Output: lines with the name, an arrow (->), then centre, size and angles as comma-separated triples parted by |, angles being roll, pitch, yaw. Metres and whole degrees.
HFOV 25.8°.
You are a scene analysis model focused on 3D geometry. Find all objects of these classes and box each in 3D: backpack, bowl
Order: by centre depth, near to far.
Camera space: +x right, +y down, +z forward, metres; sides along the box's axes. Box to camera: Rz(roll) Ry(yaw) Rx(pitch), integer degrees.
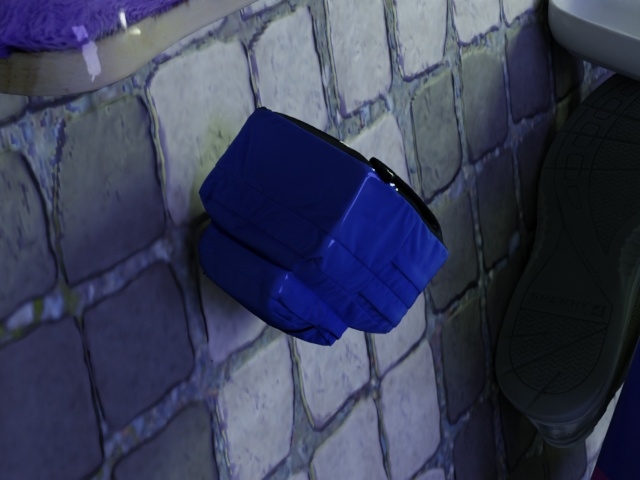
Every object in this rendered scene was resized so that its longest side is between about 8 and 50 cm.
backpack -> 0.000, 0.000, 0.725 | 0.101, 0.098, 0.120 | -53, 146, 2
bowl -> 0.256, -0.175, 1.106 | 0.142, 0.142, 0.053 | -53, 158, -44

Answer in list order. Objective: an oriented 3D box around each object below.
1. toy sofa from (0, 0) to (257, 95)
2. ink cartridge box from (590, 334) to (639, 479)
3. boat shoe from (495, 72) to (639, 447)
toy sofa -> -0.068, -0.172, 0.510 | 0.362, 0.177, 0.150 | -37, 125, -51
ink cartridge box -> 0.284, 0.072, 1.052 | 0.330, 0.071, 0.324 | -39, 147, -45
boat shoe -> 0.228, 0.005, 1.094 | 0.320, 0.118, 0.103 | -69, 153, -20
